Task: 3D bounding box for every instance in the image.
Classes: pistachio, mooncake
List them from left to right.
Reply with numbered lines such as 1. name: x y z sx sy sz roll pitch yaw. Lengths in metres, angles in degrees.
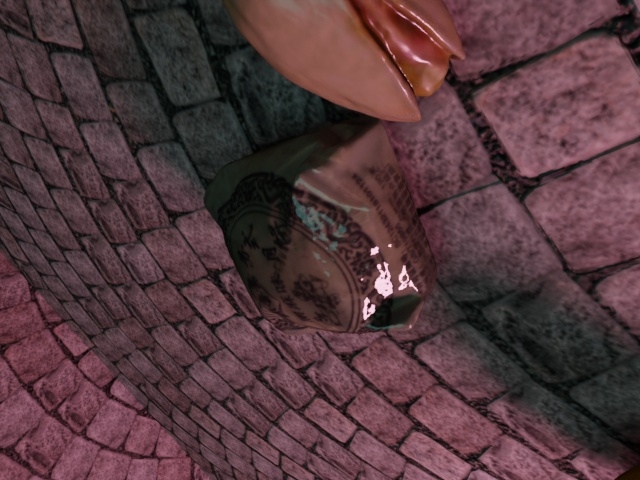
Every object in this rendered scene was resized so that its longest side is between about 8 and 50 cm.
1. mooncake: -0.003 0.004 0.561 0.250 0.136 0.254 -11 116 48
2. pistachio: 0.014 -0.185 0.382 0.215 0.143 0.144 34 140 -7

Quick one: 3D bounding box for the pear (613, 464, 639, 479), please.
1. pear: 0.386 0.330 0.478 0.209 0.209 0.208 22 135 24
